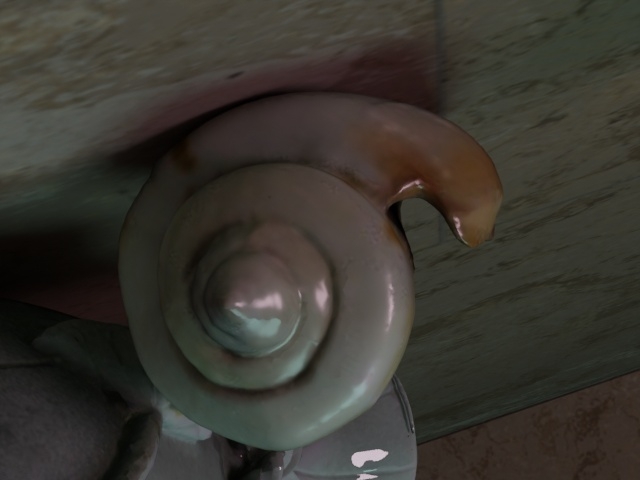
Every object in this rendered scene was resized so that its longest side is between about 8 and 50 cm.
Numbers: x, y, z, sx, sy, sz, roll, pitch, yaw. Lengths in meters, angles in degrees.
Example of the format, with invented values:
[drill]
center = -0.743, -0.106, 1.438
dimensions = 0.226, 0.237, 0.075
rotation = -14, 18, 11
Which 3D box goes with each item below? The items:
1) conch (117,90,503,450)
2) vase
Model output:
[conch]
center = -0.009, -0.007, 0.810
dimensions = 0.158, 0.127, 0.255
rotation = -52, -176, 11
[vase]
center = -0.131, 0.130, 0.933
dimensions = 0.250, 0.250, 0.445
rotation = -26, 171, 31
